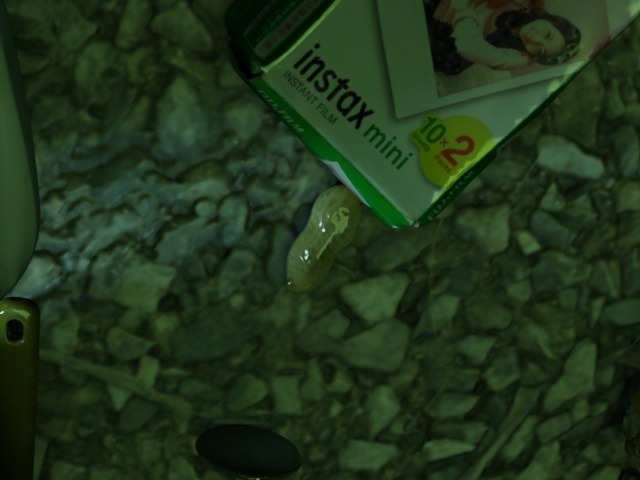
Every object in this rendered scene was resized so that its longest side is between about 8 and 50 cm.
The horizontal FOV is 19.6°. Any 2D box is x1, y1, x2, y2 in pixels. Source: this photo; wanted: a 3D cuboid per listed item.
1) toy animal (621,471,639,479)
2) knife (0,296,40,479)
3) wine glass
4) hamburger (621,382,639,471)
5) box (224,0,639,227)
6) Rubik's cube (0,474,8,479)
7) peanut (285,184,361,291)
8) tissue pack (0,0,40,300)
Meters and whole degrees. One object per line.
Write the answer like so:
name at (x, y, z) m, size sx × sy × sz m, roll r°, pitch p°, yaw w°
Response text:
toy animal at (0.316, 0.275, 1.465) m, size 0.255 × 0.090 × 0.170 m, roll 26°, pitch 109°, yaw -24°
knife at (-0.225, 0.188, 1.282) m, size 0.061 × 0.027 × 0.343 m, roll 5°, pitch 116°, yaw 0°
wine glass at (-0.068, 0.234, 1.324) m, size 0.079 × 0.079 × 0.196 m, roll 3°, pitch 112°, yaw -19°
hamburger at (0.302, 0.149, 1.367) m, size 0.147 × 0.138 × 0.083 m, roll 1°, pitch 116°, yaw -11°
box at (0.078, -0.147, 1.172) m, size 0.250 × 0.103 × 0.180 m, roll -45°, pitch 119°, yaw 6°
Rubik's cube at (-0.303, 0.231, 1.130) m, size 0.264 × 0.319 × 0.319 m, roll 5°, pitch 119°, yaw 19°
peanut at (0.000, 0.000, 1.258) m, size 0.037 × 0.037 × 0.083 m, roll 26°, pitch 109°, yaw -27°
tissue pack at (-0.329, -0.053, 1.021) m, size 0.333 × 0.236 × 0.229 m, roll -10°, pitch 108°, yaw -13°
